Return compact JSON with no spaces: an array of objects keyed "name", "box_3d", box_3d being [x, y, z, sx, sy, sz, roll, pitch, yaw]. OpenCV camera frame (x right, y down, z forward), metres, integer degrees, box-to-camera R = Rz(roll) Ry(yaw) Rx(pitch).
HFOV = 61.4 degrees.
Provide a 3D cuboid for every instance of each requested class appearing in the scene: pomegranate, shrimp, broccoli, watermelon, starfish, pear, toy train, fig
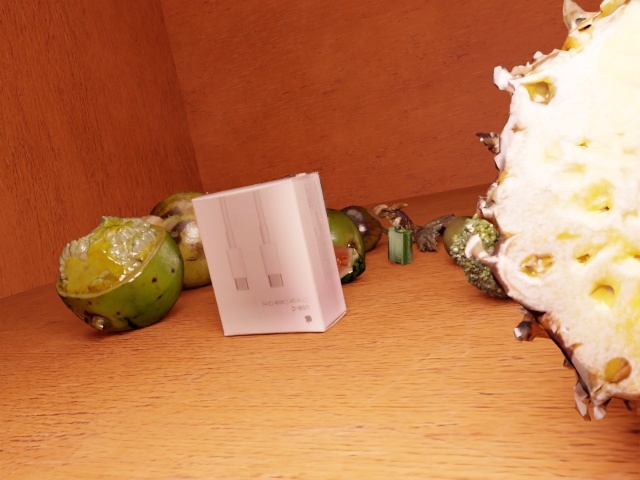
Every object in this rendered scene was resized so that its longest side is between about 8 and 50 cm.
[{"name":"pomegranate","box_3d":[-0.410,0.053,1.175,0.260,0.261,0.341,-8,32,29]},{"name":"shrimp","box_3d":[0.301,-0.022,1.393,0.126,0.048,0.223,-33,9,13]},{"name":"broccoli","box_3d":[0.310,-0.004,0.799,0.226,0.176,0.198,-45,-9,-16]},{"name":"watermelon","box_3d":[0.033,0.065,1.176,0.069,0.087,0.163,-50,24,-25]},{"name":"starfish","box_3d":[0.245,-0.059,1.613,0.071,0.216,0.238,-48,19,24]},{"name":"pear","box_3d":[-0.376,0.001,1.525,0.283,0.284,0.283,-11,7,1]},{"name":"toy train","box_3d":[0.185,0.012,1.251,0.038,0.093,0.056,-14,21,-31]},{"name":"pomegranate","box_3d":[0.014,-0.002,1.380,0.189,0.159,0.241,-10,2,4]},{"name":"fig","box_3d":[0.142,-0.033,1.579,0.149,0.149,0.245,-6,-3,39]}]

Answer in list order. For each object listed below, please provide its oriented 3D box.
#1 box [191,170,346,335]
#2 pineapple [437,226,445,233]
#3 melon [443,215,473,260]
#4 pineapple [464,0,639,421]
[{"name":"box","box_3d":[-0.085,0.026,0.911,0.203,0.252,0.106,-7,10,27]},{"name":"pineapple","box_3d":[0.352,-0.031,1.533,0.058,0.058,0.124,-13,-7,-13]},{"name":"melon","box_3d":[0.303,0.000,1.111,0.099,0.099,0.162,-10,10,13]},{"name":"pineapple","box_3d":[0.304,-0.029,0.371,0.352,0.353,0.300,-5,-3,42]}]
